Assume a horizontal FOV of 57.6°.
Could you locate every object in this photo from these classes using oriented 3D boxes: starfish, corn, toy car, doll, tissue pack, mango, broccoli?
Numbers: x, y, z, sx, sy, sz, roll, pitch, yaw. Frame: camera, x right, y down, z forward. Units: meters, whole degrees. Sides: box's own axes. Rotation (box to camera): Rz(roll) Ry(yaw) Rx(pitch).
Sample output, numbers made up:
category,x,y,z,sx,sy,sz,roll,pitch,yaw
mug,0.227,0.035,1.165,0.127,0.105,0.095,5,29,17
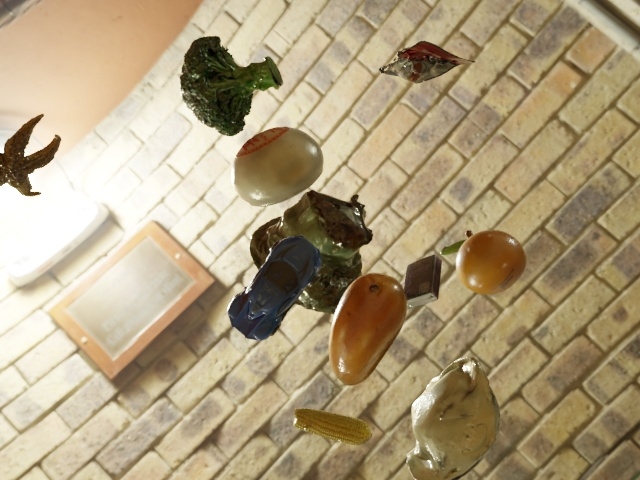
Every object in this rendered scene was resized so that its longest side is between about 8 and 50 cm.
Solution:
category,x,y,z,sx,sy,sz,roll,pitch,yaw
starfish,-0.894,-0.222,1.658,0.302,0.060,0.299,-13,-39,-39
corn,0.030,0.471,1.476,0.067,0.206,0.067,13,-90,-89
toy car,-0.083,0.087,1.038,0.216,0.103,0.063,-53,-6,14
doll,0.505,0.045,1.808,0.213,0.236,0.213,-21,-38,-17
tissue pack,0.309,0.124,1.769,0.112,0.051,0.156,-25,35,37
mango,0.078,0.160,1.012,0.145,0.112,0.219,-15,-55,-59
broccoli,-0.270,-0.469,1.700,0.297,0.297,0.297,-17,-2,15

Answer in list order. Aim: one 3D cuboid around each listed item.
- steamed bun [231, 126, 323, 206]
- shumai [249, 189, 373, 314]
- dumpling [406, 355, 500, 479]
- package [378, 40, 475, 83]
category,x,y,z,sx,sy,sz,roll,pitch,yaw
steamed bun,-0.112,-0.192,1.391,0.232,0.145,0.232,-20,27,11
shumai,0.000,0.000,1.753,0.324,0.397,0.323,-16,-35,-44
dumpling,0.316,0.427,1.410,0.318,0.187,0.243,-65,10,1
package,0.300,-0.523,1.722,0.194,0.071,0.269,1,-6,-25
